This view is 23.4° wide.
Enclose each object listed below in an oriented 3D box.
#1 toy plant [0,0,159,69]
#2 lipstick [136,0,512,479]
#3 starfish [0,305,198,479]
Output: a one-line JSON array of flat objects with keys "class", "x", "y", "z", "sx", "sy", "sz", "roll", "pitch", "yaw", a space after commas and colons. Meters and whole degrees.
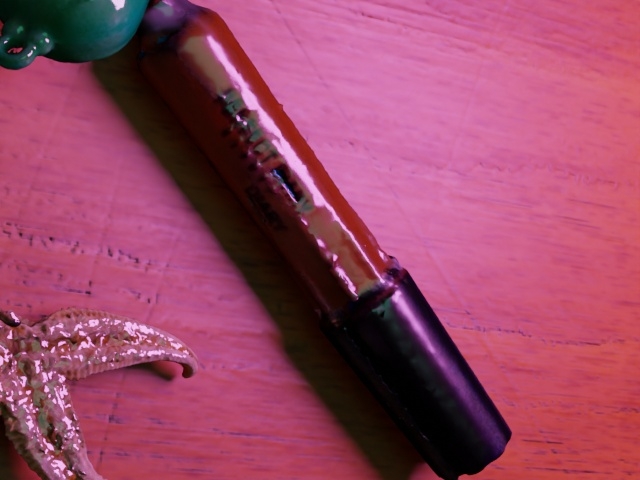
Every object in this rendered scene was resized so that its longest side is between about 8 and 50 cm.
[{"class": "toy plant", "x": -0.162, "y": -0.185, "z": 0.998, "sx": 0.143, "sy": 0.105, "sz": 0.200, "roll": 27, "pitch": 55, "yaw": 18}, {"class": "lipstick", "x": 0.000, "y": 0.000, "z": 1.108, "sx": 0.077, "sy": 0.077, "sz": 0.418, "roll": -44, "pitch": 107, "yaw": -27}, {"class": "starfish", "x": -0.192, "y": 0.104, "z": 0.997, "sx": 0.247, "sy": 0.050, "sz": 0.138, "roll": 13, "pitch": 81, "yaw": -27}]
